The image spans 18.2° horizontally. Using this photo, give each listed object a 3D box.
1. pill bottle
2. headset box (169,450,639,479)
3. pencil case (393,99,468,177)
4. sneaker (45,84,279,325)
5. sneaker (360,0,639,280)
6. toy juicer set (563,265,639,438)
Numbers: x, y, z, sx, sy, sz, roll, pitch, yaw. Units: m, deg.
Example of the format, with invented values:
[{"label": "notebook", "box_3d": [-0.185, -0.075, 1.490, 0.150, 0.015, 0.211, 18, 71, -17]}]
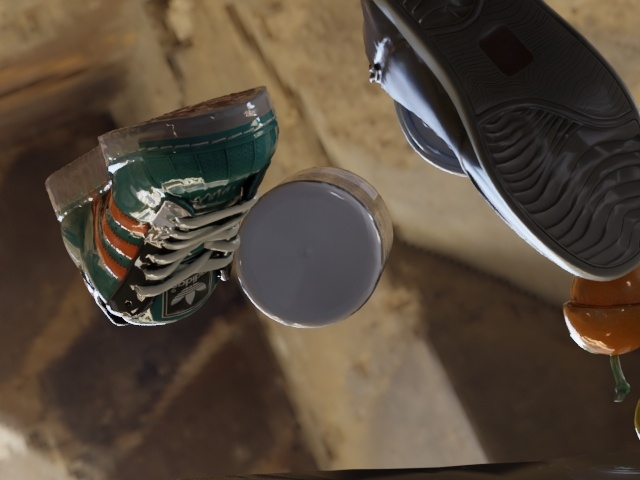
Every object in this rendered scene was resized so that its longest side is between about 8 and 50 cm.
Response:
[{"label": "pill bottle", "box_3d": [0.000, 0.000, 1.817, 0.130, 0.130, 0.245, -28, 3, 7]}, {"label": "headset box", "box_3d": [0.048, 0.182, 0.438, 0.283, 0.131, 0.246, 2, -75, -36]}, {"label": "pencil case", "box_3d": [0.129, -0.111, 1.452, 0.113, 0.124, 0.273, -37, -5, 14]}, {"label": "sneaker", "box_3d": [-0.087, -0.015, 1.248, 0.108, 0.121, 0.302, -19, -1, -21]}, {"label": "sneaker", "box_3d": [0.095, -0.065, 1.017, 0.083, 0.222, 0.118, -29, -16, -9]}, {"label": "toy juicer set", "box_3d": [0.297, -0.001, 1.202, 0.329, 0.209, 0.089, -38, -47, 3]}]
